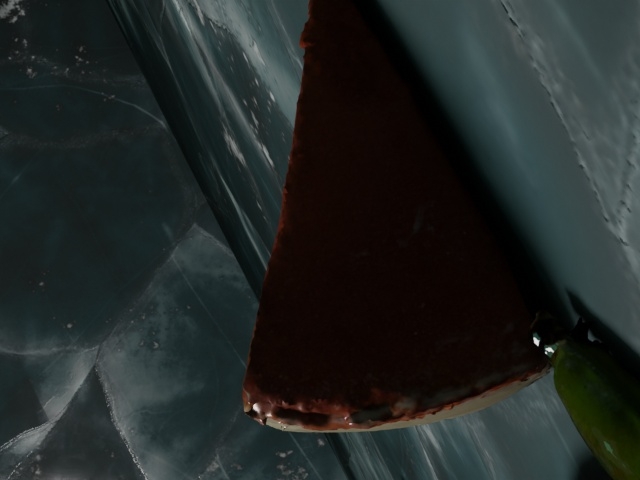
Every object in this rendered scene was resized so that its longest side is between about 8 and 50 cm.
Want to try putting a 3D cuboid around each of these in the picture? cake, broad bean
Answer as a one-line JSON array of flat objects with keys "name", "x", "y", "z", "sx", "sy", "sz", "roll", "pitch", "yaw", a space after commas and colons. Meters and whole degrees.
[{"name": "cake", "x": 0.000, "y": 0.000, "z": 0.593, "sx": 0.262, "sy": 0.160, "sz": 0.158, "roll": 63, "pitch": 175, "yaw": 16}, {"name": "broad bean", "x": 0.159, "y": 0.118, "z": 0.369, "sx": 0.297, "sy": 0.043, "sz": 0.060, "roll": -128, "pitch": 23, "yaw": -59}]
